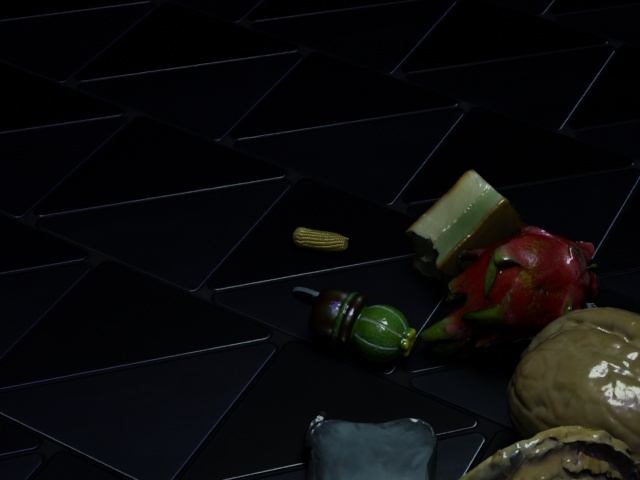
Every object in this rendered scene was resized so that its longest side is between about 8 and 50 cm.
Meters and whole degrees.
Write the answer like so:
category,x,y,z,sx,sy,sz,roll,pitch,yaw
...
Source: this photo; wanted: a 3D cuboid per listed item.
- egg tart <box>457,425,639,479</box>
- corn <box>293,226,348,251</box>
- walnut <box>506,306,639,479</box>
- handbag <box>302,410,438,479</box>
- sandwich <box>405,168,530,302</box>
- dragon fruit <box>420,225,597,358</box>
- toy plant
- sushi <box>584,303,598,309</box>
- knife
category,x,y,z,sx,sy,sz,roll,pitch,yaw
egg tart,0.254,0.381,1.569,0.352,0.352,0.150,-15,38,-18
corn,0.000,0.000,2.194,0.092,0.037,0.037,7,43,8
walnut,0.405,0.226,1.806,0.313,0.252,0.277,24,57,38
handbag,0.073,0.367,1.778,0.191,0.075,0.332,-2,46,0
sandwich,0.249,0.011,2.148,0.186,0.220,0.108,-46,55,4
dragon fruit,0.292,0.088,2.002,0.200,0.269,0.198,-1,57,-45
toy plant,0.067,0.132,2.013,0.162,0.093,0.093,20,45,18
sushi,0.371,0.119,2.089,0.120,0.026,0.126,-33,60,-29
knife,0.047,0.110,2.084,0.210,0.028,0.015,20,77,19
